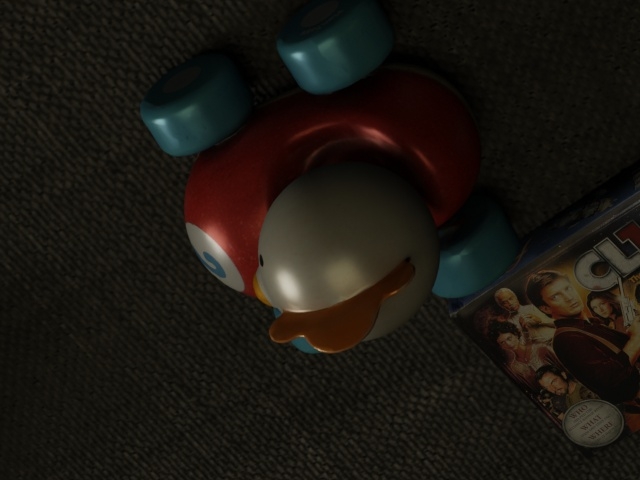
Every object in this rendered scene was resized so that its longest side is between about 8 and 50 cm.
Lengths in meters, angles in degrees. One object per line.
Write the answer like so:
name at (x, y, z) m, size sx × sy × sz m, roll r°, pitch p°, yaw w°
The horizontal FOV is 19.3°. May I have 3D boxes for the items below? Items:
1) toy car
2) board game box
toy car at (0.000, 0.000, 1.201) m, size 0.210 × 0.238 × 0.219 m, roll -23°, pitch 116°, yaw 19°
board game box at (0.234, 0.033, 1.312) m, size 0.243 × 0.042 × 0.165 m, roll -35°, pitch 112°, yaw 24°
